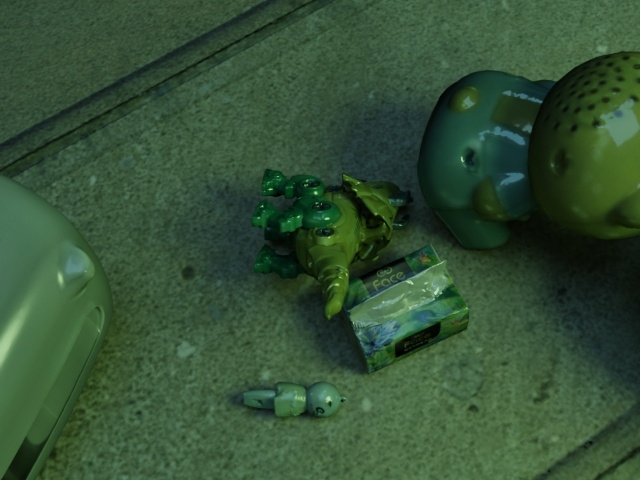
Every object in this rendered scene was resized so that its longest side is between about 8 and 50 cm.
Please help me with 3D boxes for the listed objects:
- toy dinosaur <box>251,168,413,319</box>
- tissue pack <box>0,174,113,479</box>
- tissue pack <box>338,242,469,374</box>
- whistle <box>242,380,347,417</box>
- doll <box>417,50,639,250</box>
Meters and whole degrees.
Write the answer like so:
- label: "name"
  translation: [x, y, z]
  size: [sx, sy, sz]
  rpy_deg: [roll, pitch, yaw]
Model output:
- label: "toy dinosaur"
  translation: [0.000, 0.000, 0.833]
  size: [0.153, 0.094, 0.259]
  rpy_deg: [4, 30, 13]
- label: "tissue pack"
  translation: [-0.330, 0.111, 0.760]
  size: [0.235, 0.229, 0.333]
  rpy_deg: [15, 64, 16]
- label: "tissue pack"
  translation: [0.077, 0.061, 0.825]
  size: [0.111, 0.079, 0.085]
  rpy_deg: [-23, 60, -7]
- label: "whistle"
  translation: [-0.024, 0.151, 0.813]
  size: [0.100, 0.035, 0.035]
  rpy_deg: [-1, 60, 9]
- label: "doll"
  translation: [0.227, -0.086, 0.791]
  size: [0.260, 0.161, 0.177]
  rpy_deg: [6, 54, 48]
